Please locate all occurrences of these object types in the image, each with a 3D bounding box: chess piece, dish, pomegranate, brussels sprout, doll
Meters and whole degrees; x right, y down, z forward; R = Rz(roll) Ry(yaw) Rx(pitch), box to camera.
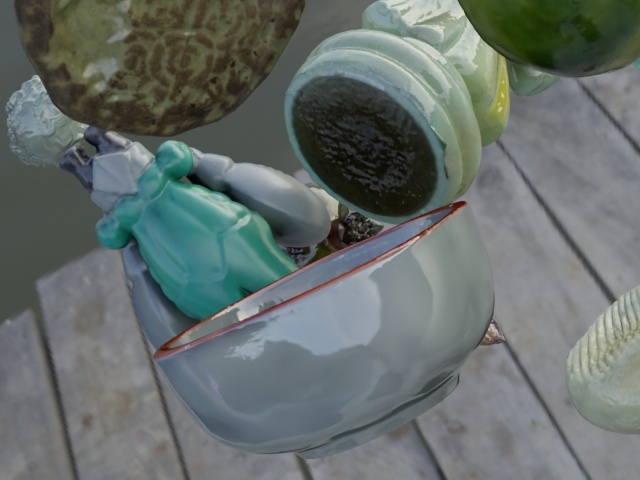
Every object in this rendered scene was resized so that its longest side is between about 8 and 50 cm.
[{"bbox_3d":[0.113,-0.160,1.157,0.176,0.176,0.298,11,45,35],"label":"chess piece"},{"bbox_3d":[0.018,0.076,0.957,0.256,0.117,0.256,-26,2,1],"label":"dish"},{"bbox_3d":[-0.005,0.005,1.439,0.129,0.129,0.159,-36,16,-8],"label":"pomegranate"},{"bbox_3d":[0.142,-0.155,0.782,0.149,0.151,0.122,-25,59,60],"label":"brussels sprout"},{"bbox_3d":[-0.096,-0.011,1.189,0.195,0.258,0.153,-22,5,9],"label":"doll"}]

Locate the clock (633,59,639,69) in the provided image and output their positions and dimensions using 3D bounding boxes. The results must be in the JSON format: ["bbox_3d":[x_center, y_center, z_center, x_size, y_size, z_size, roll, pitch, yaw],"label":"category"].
[{"bbox_3d":[0.438,-0.254,1.717,0.101,0.135,0.041,-14,43,35],"label":"clock"}]

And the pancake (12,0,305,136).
[{"bbox_3d":[-0.107,-0.177,0.963,0.235,0.212,0.029,-44,39,6],"label":"pancake"}]

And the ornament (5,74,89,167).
[{"bbox_3d":[-0.325,-0.220,1.845,0.120,0.130,0.285,28,56,7],"label":"ornament"}]

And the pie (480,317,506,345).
[{"bbox_3d":[0.165,0.127,1.902,0.191,0.033,0.088,-8,27,6],"label":"pie"}]

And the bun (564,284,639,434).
[{"bbox_3d":[0.447,0.166,1.753,0.259,0.160,0.259,-42,6,6],"label":"bun"}]
